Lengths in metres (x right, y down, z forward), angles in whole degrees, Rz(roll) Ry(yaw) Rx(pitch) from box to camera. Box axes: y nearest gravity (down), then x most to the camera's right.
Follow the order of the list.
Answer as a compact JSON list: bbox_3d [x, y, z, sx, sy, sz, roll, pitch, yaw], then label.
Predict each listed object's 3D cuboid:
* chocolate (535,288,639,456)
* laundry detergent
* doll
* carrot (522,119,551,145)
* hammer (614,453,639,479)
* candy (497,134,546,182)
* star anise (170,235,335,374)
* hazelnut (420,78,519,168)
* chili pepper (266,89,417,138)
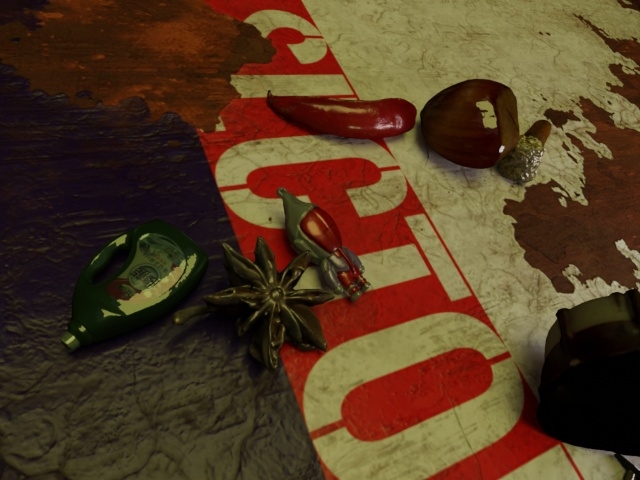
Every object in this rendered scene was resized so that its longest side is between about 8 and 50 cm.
[{"bbox_3d":[0.473,0.195,0.729,0.283,0.283,0.186,20,47,-8],"label":"chocolate"},{"bbox_3d":[-0.268,0.063,0.643,0.137,0.063,0.211,38,54,8],"label":"laundry detergent"},{"bbox_3d":[0.000,0.000,0.782,0.227,0.075,0.102,49,39,2],"label":"doll"},{"bbox_3d":[0.552,-0.265,1.196,0.060,0.060,0.186,43,49,10],"label":"carrot"},{"bbox_3d":[0.452,0.419,0.717,0.062,0.013,0.199,46,53,12],"label":"hammer"},{"bbox_3d":[0.462,-0.192,1.084,0.095,0.110,0.085,11,53,5],"label":"candy"},{"bbox_3d":[-0.088,0.090,0.677,0.231,0.089,0.209,15,52,-16],"label":"star anise"},{"bbox_3d":[0.332,-0.262,1.047,0.181,0.181,0.212,45,54,-23],"label":"hazelnut"},{"bbox_3d":[0.080,-0.277,0.998,0.368,0.092,0.137,-1,47,-25],"label":"chili pepper"}]
